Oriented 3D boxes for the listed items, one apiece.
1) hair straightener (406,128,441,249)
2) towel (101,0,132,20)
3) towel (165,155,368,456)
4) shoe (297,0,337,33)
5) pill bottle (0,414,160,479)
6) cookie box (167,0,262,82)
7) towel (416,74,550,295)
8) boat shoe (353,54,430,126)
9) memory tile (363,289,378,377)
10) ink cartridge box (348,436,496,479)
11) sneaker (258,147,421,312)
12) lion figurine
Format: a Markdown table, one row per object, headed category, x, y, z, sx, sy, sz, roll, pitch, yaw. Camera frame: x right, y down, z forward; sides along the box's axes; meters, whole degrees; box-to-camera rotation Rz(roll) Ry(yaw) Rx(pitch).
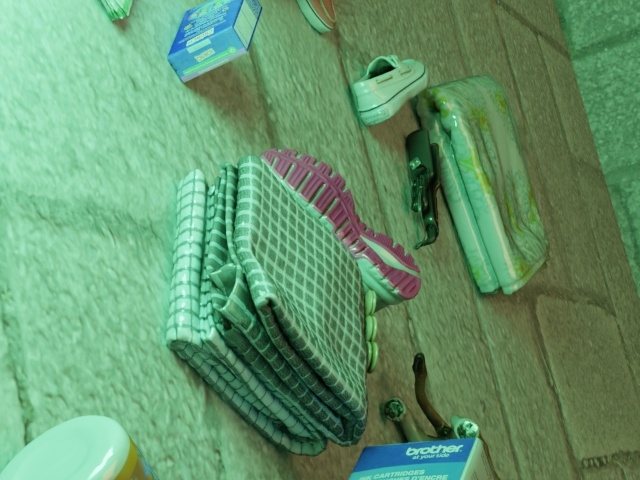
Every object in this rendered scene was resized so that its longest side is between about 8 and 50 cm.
| category | x | y | z | sx | sy | sz | roll | pitch | yaw |
| --- | --- | --- | --- | --- | --- | --- | --- | --- | --- |
| hair straightener | 0.150 | -0.086 | 2.342 | 0.089 | 0.047 | 0.230 | 50 | 35 | -43 |
| towel | -0.245 | -0.319 | 1.609 | 0.152 | 0.023 | 0.113 | 55 | 25 | -32 |
| towel | -0.044 | 0.068 | 1.641 | 0.283 | 0.121 | 0.235 | 51 | 29 | -42 |
| shoe | -0.001 | -0.382 | 2.151 | 0.178 | 0.081 | 0.063 | 61 | 24 | -25 |
| pill bottle | -0.160 | 0.255 | 1.215 | 0.216 | 0.121 | 0.121 | 61 | 24 | -27 |
| cookie box | -0.121 | -0.240 | 1.740 | 0.040 | 0.092 | 0.107 | 55 | 27 | -28 |
| towel | 0.295 | -0.101 | 2.626 | 0.374 | 0.090 | 0.320 | 70 | 21 | -3 |
| boat shoe | 0.109 | -0.248 | 2.303 | 0.075 | 0.083 | 0.226 | 66 | 23 | -16 |
| memory tile | 0.038 | 0.136 | 1.795 | 0.012 | 0.148 | 0.113 | 11 | 52 | -15 |
| ink cartridge box | 0.108 | 0.391 | 1.572 | 0.395 | 0.151 | 0.270 | -55 | 131 | -53 |
| sneaker | 0.000 | 0.000 | 1.836 | 0.252 | 0.111 | 0.103 | 49 | 32 | 3 |
| lion figurine | 0.210 | 0.353 | 2.003 | 0.240 | 0.142 | 0.392 | 43 | 31 | -63 |
